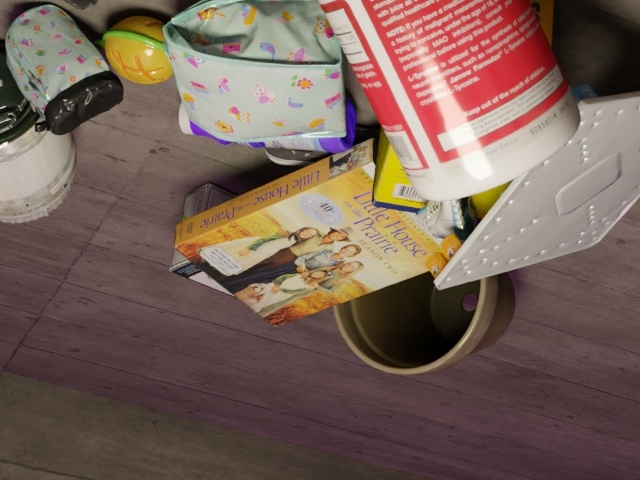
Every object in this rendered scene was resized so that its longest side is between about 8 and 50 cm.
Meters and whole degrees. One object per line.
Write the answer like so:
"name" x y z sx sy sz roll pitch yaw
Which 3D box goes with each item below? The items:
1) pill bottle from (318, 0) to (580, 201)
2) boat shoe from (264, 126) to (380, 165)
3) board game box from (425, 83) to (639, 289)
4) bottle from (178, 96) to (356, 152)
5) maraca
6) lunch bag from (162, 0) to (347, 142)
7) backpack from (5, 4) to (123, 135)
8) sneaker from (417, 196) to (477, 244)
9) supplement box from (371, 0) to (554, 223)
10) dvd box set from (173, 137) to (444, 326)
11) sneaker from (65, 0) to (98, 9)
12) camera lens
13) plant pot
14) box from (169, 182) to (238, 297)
"pill bottle" 0.134 -0.272 1.542 0.229 0.229 0.408 -16 109 40
"boat shoe" 0.006 -0.169 2.143 0.228 0.080 0.076 6 157 22
"board game box" 0.379 -0.097 1.867 0.390 0.050 0.390 -13 148 -40
"bottle" -0.089 -0.197 2.071 0.282 0.092 0.118 5 174 16
"maraca" -0.278 -0.289 1.953 0.127 0.099 0.185 26 170 -26
"lunch bag" -0.092 -0.256 1.894 0.262 0.160 0.223 0 154 4
"backpack" -0.402 -0.268 1.956 0.182 0.152 0.115 51 148 12
"sneaker" 0.183 -0.042 1.906 0.082 0.071 0.191 7 154 16
"supplement box" 0.202 -0.197 1.883 0.195 0.194 0.356 9 154 -2
"dvd box set" 0.000 0.000 2.233 0.420 0.062 0.307 -21 137 28
"sneaker" -0.397 -0.417 1.756 0.106 0.101 0.267 14 160 36
"camera lens" -0.526 -0.176 2.108 0.219 0.219 0.274 6 154 3
"plant pot" 0.225 0.101 2.413 0.323 0.323 0.280 -9 167 31
"box" -0.137 0.024 2.466 0.290 0.169 0.087 24 153 -31
